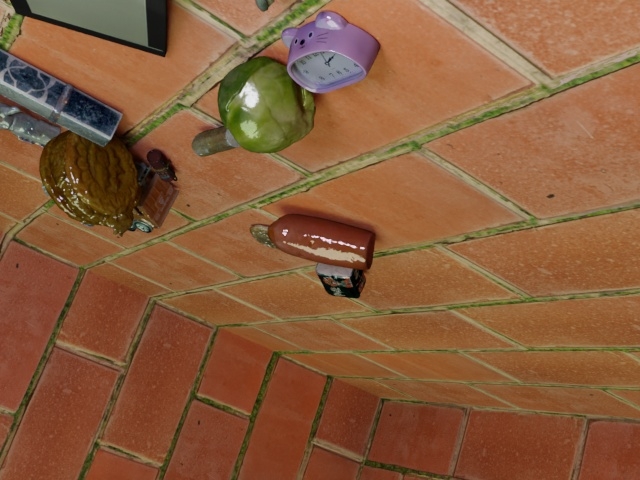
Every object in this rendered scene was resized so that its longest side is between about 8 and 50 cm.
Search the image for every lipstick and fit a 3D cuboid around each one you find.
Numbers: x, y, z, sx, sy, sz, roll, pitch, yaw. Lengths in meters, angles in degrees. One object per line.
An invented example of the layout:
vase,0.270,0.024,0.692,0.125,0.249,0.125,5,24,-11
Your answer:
lipstick,-0.562,-0.296,1.635,0.289,0.077,0.076,27,160,-21

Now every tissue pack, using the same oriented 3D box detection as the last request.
tissue pack,0.056,0.091,2.113,0.103,0.090,0.170,10,161,17

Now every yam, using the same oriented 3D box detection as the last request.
yam,-0.207,-0.203,1.596,0.054,0.054,0.132,32,157,-34

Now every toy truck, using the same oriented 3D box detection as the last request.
toy truck,-0.551,-0.132,2.023,0.338,0.133,0.184,5,147,28

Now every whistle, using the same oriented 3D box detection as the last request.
whistle,-0.769,-0.291,1.792,0.346,0.134,0.142,22,127,-33

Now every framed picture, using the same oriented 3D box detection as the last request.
framed picture,-0.359,-0.369,1.188,0.265,0.016,0.347,15,173,-9

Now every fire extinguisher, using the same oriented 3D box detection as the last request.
fire extinguisher,-0.373,-0.172,1.872,0.056,0.039,0.132,23,164,18

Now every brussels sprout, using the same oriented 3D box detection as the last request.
brussels sprout,-0.095,-0.220,1.314,0.131,0.145,0.183,39,168,32

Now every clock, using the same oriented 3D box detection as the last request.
clock,0.005,-0.277,1.176,0.110,0.050,0.152,31,158,-32

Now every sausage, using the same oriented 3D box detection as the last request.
sausage,0.000,0.000,1.886,0.259,0.113,0.113,13,161,13

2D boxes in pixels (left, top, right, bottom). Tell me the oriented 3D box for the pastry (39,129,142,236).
pastry,-0.516,-0.145,1.779,0.132,0.240,0.235,-16,129,26

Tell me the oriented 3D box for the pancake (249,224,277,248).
pancake,-0.126,-0.005,2.126,0.139,0.022,0.139,16,161,6

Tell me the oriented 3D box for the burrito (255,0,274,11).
burrito,-0.112,-0.389,0.947,0.096,0.066,0.309,16,162,23
